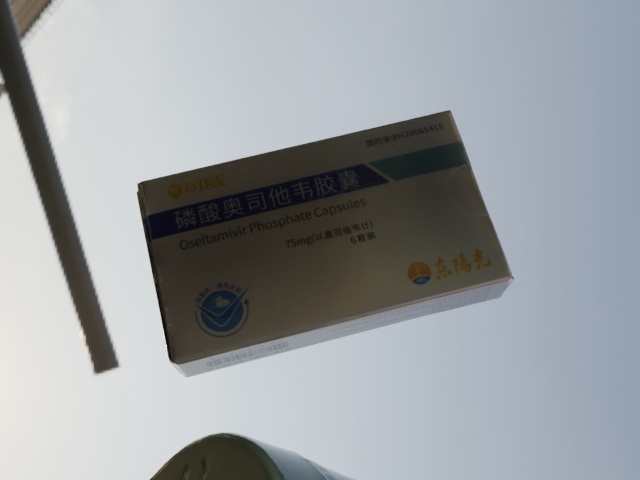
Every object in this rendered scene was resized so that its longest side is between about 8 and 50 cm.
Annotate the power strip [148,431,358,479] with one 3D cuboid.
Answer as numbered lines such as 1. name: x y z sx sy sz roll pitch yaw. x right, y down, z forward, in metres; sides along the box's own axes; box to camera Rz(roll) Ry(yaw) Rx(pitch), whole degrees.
1. power strip: -0.069 0.352 0.681 0.357 0.161 0.357 -36 -143 34

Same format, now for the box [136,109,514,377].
1. box: 0.000 0.000 0.812 0.065 0.343 0.200 89 -14 -69
